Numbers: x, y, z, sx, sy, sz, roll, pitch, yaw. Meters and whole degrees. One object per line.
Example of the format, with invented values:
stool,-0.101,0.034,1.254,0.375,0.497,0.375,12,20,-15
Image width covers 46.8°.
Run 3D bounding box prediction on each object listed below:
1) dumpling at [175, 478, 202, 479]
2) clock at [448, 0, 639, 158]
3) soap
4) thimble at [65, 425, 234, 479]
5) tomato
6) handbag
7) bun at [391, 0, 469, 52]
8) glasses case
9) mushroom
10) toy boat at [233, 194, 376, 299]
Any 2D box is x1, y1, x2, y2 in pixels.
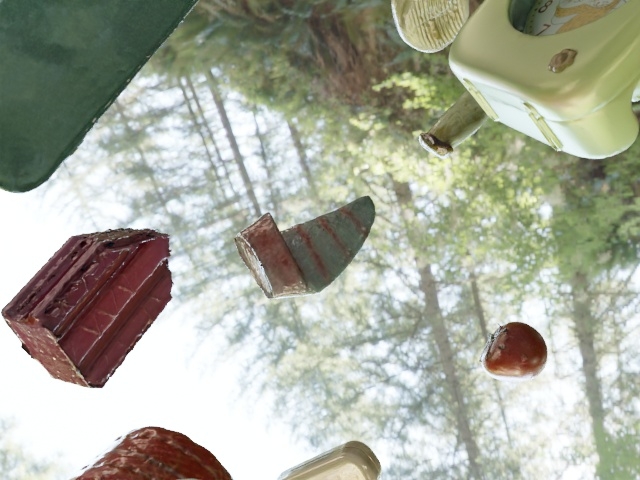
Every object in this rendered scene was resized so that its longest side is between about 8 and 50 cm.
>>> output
dumpling,-0.165,0.564,1.170,0.260,0.181,0.341,4,-154,-14
clock,0.331,-0.267,0.821,0.348,0.117,0.286,-45,-151,4
soap,-0.309,0.077,1.062,0.099,0.162,0.250,3,-138,33
thimble,-0.351,0.568,1.497,0.350,0.350,0.230,-4,-165,20
tomato,0.486,0.283,1.847,0.167,0.167,0.167,-12,-148,8
handbag,-0.264,-0.220,0.667,0.089,0.238,0.326,37,-95,35
bun,0.259,-0.552,1.756,0.178,0.193,0.128,-21,-140,5
glasses case,0.006,0.385,1.178,0.196,0.083,0.050,-33,-172,26
mushroom,0.367,-0.317,1.908,0.100,0.081,0.312,34,-124,19
toy boat,0.000,0.000,1.388,0.282,0.096,0.206,-23,-127,-22
